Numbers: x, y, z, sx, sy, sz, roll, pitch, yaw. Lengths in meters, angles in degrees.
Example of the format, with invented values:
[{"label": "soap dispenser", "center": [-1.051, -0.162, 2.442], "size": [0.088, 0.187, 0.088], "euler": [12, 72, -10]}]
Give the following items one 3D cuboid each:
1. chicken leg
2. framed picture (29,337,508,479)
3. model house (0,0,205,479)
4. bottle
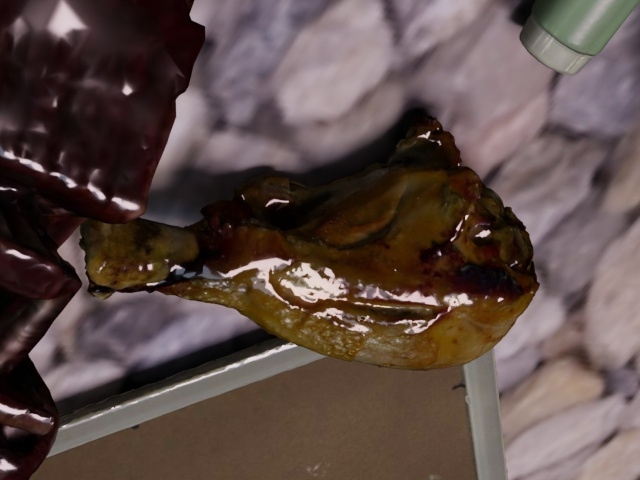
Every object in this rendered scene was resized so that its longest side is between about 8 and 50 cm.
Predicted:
[{"label": "chicken leg", "center": [0.000, 0.000, 0.614], "size": [0.178, 0.070, 0.093], "euler": [1, 97, -24]}, {"label": "framed picture", "center": [-0.016, 0.134, 0.764], "size": [0.217, 0.017, 0.274], "euler": [-18, 136, -9]}, {"label": "model house", "center": [-0.133, -0.042, 0.457], "size": [0.203, 0.141, 0.164], "euler": [16, 133, -33]}, {"label": "bottle", "center": [0.100, -0.095, 0.593], "size": [0.030, 0.030, 0.083], "euler": [14, 124, -35]}]
